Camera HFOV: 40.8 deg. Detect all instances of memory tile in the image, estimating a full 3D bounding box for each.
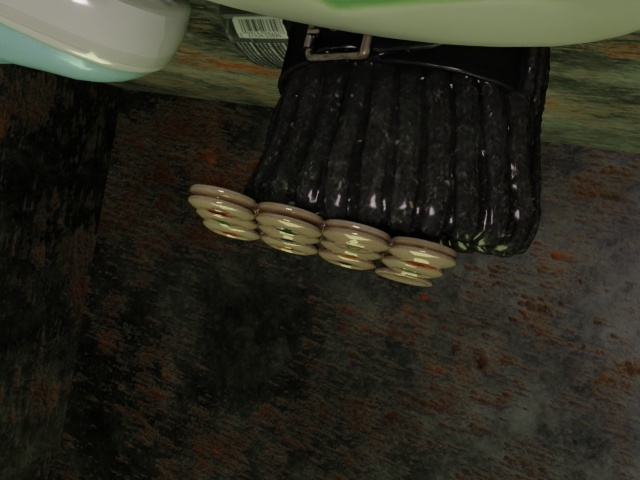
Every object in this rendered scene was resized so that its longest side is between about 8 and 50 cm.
[{"bbox_3d":[0.000,0.000,0.493,0.148,0.012,0.113,14,172,-1],"label":"memory tile"}]

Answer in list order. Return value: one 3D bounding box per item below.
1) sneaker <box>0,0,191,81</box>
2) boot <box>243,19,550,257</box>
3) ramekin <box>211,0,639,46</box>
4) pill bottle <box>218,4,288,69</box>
[{"bbox_3d":[-0.234,-0.128,0.500,0.366,0.150,0.135,23,-156,24],"label":"sneaker"},{"bbox_3d":[-0.011,-0.135,0.552,0.348,0.260,0.131,13,-177,34],"label":"boot"},{"bbox_3d":[0.014,-0.174,0.318,0.304,0.148,0.303,11,-177,-1],"label":"ramekin"},{"bbox_3d":[0.038,-0.203,0.709,0.246,0.130,0.130,14,-176,44],"label":"pill bottle"}]
